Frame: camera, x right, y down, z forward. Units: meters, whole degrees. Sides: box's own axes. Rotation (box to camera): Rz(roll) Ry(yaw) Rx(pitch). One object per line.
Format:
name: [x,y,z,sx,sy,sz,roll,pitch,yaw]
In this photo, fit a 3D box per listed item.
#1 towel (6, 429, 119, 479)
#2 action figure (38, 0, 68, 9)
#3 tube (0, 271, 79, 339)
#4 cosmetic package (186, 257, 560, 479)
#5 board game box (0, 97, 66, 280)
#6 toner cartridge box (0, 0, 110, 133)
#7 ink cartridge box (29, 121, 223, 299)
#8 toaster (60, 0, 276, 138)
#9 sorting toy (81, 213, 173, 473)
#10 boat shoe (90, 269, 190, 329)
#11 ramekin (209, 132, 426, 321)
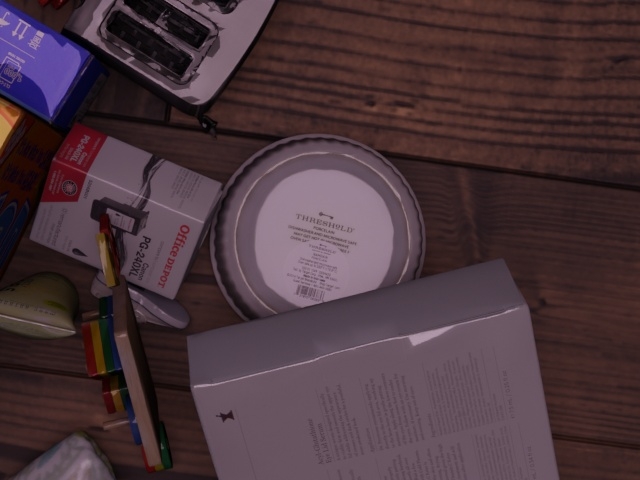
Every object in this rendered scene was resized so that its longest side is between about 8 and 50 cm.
towel: [-0.239,0.417,1.473,0.320,0.090,0.374,-37,91,-6]
action figure: [-0.294,-0.366,1.477,0.139,0.091,0.280,-41,92,5]
tube: [-0.250,0.061,1.398,0.070,0.240,0.062,-28,93,-2]
cosmetic package: [0.065,0.225,1.401,0.284,0.097,0.377,-14,118,-2]
board game box: [-0.464,-0.021,1.329,0.357,0.356,0.356,28,88,-3]
toner cartridge box: [-0.364,-0.217,1.434,0.348,0.165,0.075,31,88,-2]
ink cartridge box: [-0.179,-0.026,1.466,0.150,0.063,0.109,23,130,-2]
toaster: [-0.129,-0.216,1.470,0.186,0.110,0.168,32,88,-5]
sorting toy: [-0.182,0.110,1.413,0.046,0.132,0.274,-13,113,-3]
boat shoe: [-0.173,0.062,1.509,0.100,0.035,0.035,28,115,-6]
ramekin: [0.000,0.000,1.478,0.207,0.109,0.207,0,89,-4]
